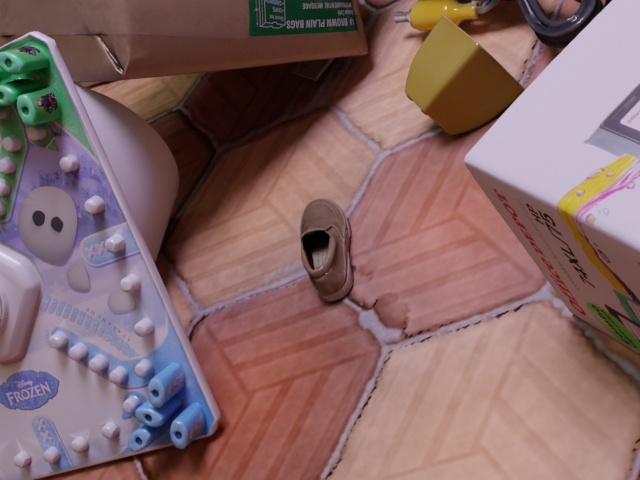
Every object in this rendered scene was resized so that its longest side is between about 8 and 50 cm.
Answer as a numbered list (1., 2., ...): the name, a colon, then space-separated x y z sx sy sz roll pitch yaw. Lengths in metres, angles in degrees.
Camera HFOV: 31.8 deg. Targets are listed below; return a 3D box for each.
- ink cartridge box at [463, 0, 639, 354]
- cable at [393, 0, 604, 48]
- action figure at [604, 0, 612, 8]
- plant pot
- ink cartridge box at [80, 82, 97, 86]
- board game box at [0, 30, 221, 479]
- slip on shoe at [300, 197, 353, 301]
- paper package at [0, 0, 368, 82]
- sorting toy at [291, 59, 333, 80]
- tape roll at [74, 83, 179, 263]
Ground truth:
1. ink cartridge box: 0.277 -0.021 0.738 0.197 0.198 0.270 -46 36 -6
2. cable: 0.199 -0.256 1.152 0.139 0.072 0.287 -48 41 -11
3. action figure: 0.333 -0.221 0.940 0.275 0.141 0.164 25 82 49
4. plant pot: 0.132 -0.153 1.097 0.083 0.081 0.081 -47 36 10
5. ink cartridge box: -0.225 -0.392 1.599 0.271 0.130 0.309 -7 49 35
6. board game box: -0.331 0.054 1.058 0.390 0.390 0.050 -18 10 27
7. slip on shoe: 0.000 0.000 1.085 0.051 0.041 0.135 -26 40 19
8. paper package: -0.161 -0.270 1.243 0.324 0.168 0.309 -12 15 -37
9. sorting toy: 0.007 -0.223 1.326 0.083 0.012 0.062 -51 34 -9
10. tape roll: -0.287 -0.025 1.193 0.246 0.246 0.169 -15 45 30
